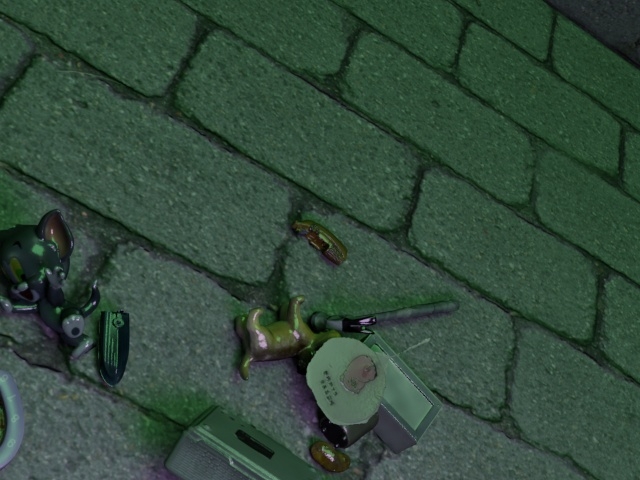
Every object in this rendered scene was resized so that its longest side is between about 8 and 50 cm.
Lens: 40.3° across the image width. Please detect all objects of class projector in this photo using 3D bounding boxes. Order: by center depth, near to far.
[{"bbox_3d":[-0.127,0.404,1.543,0.257,0.099,0.192,32,4,5],"label":"projector"}]

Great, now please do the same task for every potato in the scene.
[{"bbox_3d":[0.020,0.437,1.750,0.092,0.045,0.046,36,34,-18],"label":"potato"}]

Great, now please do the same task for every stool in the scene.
[{"bbox_3d":[0.057,0.366,1.786,0.110,0.096,0.096,-35,85,-38],"label":"stool"}]

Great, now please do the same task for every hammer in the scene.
[{"bbox_3d":[0.170,0.165,1.984,0.427,0.152,0.044,-5,94,-47],"label":"hammer"}]

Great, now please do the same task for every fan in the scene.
[{"bbox_3d":[0.112,0.258,1.790,0.310,0.010,0.182,-23,85,-30],"label":"fan"}]

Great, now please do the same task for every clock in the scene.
[{"bbox_3d":[-0.572,0.284,1.427,0.198,0.064,0.172,42,48,-6],"label":"clock"}]

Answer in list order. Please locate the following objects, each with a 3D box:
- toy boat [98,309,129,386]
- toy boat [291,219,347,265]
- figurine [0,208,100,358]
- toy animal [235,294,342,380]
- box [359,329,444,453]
[{"bbox_3d":[-0.382,0.199,1.613,0.055,0.060,0.141,9,66,-30],"label":"toy boat"},{"bbox_3d":[0.000,0.000,1.994,0.149,0.047,0.049,38,49,-10],"label":"toy boat"},{"bbox_3d":[-0.471,0.080,1.552,0.265,0.193,0.140,48,45,-17],"label":"figurine"},{"bbox_3d":[-0.064,0.200,1.793,0.233,0.121,0.168,1,74,-30],"label":"toy animal"},{"bbox_3d":[0.140,0.323,1.871,0.225,0.086,0.129,47,48,-1],"label":"box"}]
